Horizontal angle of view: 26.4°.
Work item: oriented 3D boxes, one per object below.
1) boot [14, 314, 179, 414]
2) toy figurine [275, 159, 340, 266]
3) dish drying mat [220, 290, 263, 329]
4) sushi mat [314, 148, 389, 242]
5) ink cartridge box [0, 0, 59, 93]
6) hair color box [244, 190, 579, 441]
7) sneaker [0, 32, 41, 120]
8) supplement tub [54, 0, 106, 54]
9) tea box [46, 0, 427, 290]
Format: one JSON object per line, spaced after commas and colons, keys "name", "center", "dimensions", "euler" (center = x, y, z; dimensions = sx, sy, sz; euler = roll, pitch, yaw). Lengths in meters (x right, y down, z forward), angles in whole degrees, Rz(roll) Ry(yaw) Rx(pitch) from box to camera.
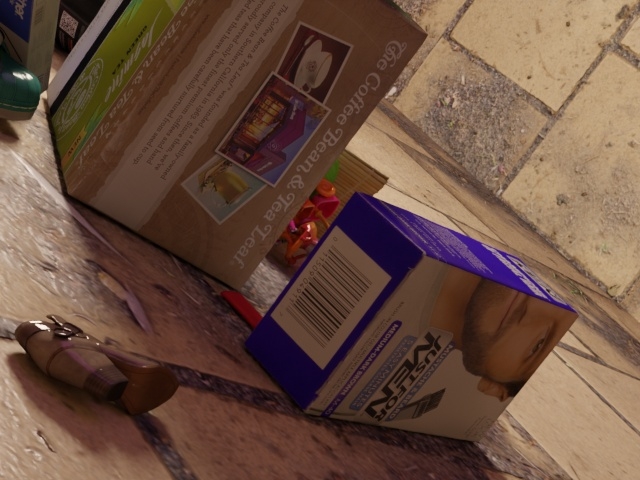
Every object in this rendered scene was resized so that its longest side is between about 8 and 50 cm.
{"name": "boot", "center": [-0.159, 0.084, 0.968], "dimensions": [0.087, 0.042, 0.118], "euler": [33, 3, 21]}
{"name": "toy figurine", "center": [0.000, 0.000, 1.619], "dimensions": [0.173, 0.130, 0.159], "euler": [-15, 58, -47]}
{"name": "dish drying mat", "center": [-0.064, 0.078, 1.333], "dimensions": [0.083, 0.008, 0.032], "euler": [45, 15, 31]}
{"name": "sushi mat", "center": [-0.079, -0.113, 1.699], "dimensions": [0.316, 0.151, 0.019], "euler": [33, 38, -19]}
{"name": "ink cartridge box", "center": [-0.320, -0.234, 1.393], "dimensions": [0.097, 0.207, 0.046], "euler": [38, 56, 9]}
{"name": "hair color box", "center": [0.101, 0.087, 1.341], "dimensions": [0.110, 0.185, 0.339], "euler": [44, 14, 32]}
{"name": "sneaker", "center": [-0.389, -0.234, 1.326], "dimensions": [0.302, 0.121, 0.108], "euler": [33, 12, -16]}
{"name": "supplement tub", "center": [-0.206, -0.263, 1.793], "dimensions": [0.316, 0.194, 0.193], "euler": [40, 12, 14]}
{"name": "tea box", "center": [-0.104, -0.185, 1.446], "dimensions": [0.220, 0.329, 0.323], "euler": [31, 12, -26]}
